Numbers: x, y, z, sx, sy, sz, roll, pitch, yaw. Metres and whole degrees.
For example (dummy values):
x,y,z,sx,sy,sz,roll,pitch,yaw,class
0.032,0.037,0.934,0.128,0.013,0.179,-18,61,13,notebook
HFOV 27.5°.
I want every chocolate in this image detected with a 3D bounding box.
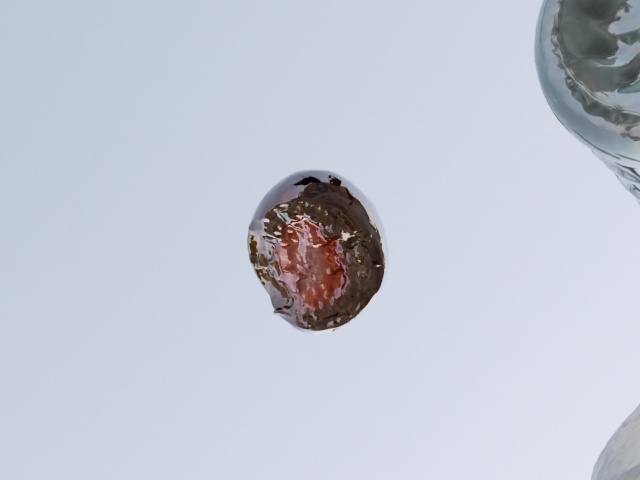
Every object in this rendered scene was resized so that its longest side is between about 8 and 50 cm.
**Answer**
x,y,z,sx,sy,sz,roll,pitch,yaw,class
0.000,0.000,1.115,0.124,0.127,0.133,1,-43,-16,chocolate

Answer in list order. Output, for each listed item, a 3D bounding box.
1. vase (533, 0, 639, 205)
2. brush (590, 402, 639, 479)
x,y,z,sx,sy,sz,roll,pitch,yaw,class
0.186,-0.017,0.551,0.143,0.143,0.299,-62,-37,-10,vase
0.233,0.063,0.422,0.266,0.174,0.166,-35,-91,-24,brush
